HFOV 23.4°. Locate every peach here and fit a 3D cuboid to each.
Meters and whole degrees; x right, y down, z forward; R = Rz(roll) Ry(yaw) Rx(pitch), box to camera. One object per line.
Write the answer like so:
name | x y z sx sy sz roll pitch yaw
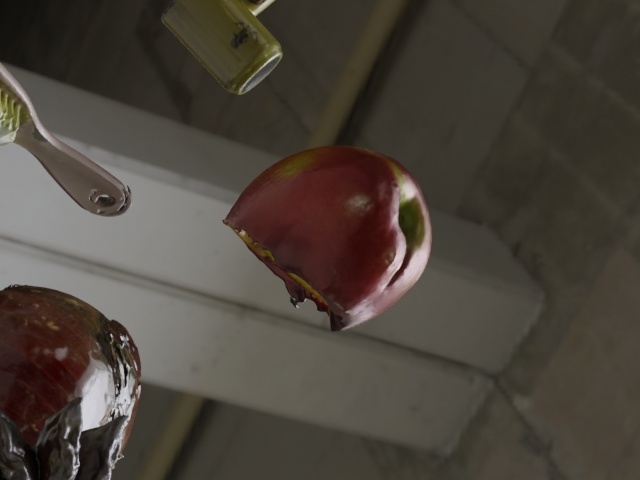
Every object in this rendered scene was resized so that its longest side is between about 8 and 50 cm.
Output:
peach | 0.000 0.000 1.630 0.226 0.190 0.196 -14 -94 30

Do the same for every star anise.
star anise | -0.251 0.239 1.442 0.089 0.231 0.209 -121 -143 -48

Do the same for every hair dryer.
hair dryer | -0.049 -0.314 1.912 0.278 0.135 0.090 -42 176 -10

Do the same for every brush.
brush | -0.281 -0.093 1.419 0.072 0.313 0.067 -18 -130 25

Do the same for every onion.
onion | -0.383 0.219 1.942 0.353 0.353 0.354 -39 -138 47
